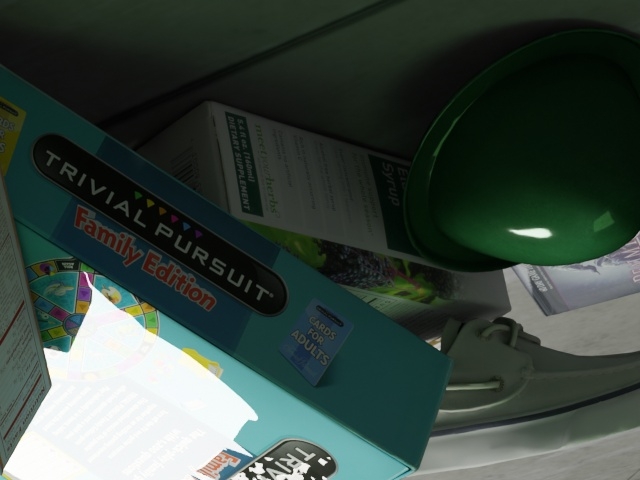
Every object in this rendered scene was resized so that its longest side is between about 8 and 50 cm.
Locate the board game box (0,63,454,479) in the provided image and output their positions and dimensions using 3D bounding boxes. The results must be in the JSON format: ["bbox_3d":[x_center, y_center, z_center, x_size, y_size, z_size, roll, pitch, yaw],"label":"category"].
[{"bbox_3d":[-0.136,0.054,1.026,0.336,0.079,0.254,33,142,-13],"label":"board game box"}]

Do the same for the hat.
[{"bbox_3d":[0.162,-0.002,1.019,0.173,0.183,0.208,-15,139,-20],"label":"hat"}]

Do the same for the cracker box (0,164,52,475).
[{"bbox_3d":[-0.225,0.005,0.894,0.155,0.067,0.232,15,141,14],"label":"cracker box"}]

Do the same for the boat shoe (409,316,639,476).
[{"bbox_3d":[0.096,0.088,1.135,0.267,0.088,0.096,-12,180,18],"label":"boat shoe"}]

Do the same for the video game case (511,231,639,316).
[{"bbox_3d":[0.260,-0.022,1.256,0.274,0.026,0.196,-17,155,14],"label":"video game case"}]

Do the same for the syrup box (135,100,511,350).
[{"bbox_3d":[0.000,0.000,1.125,0.237,0.093,0.096,14,147,-41],"label":"syrup box"}]
